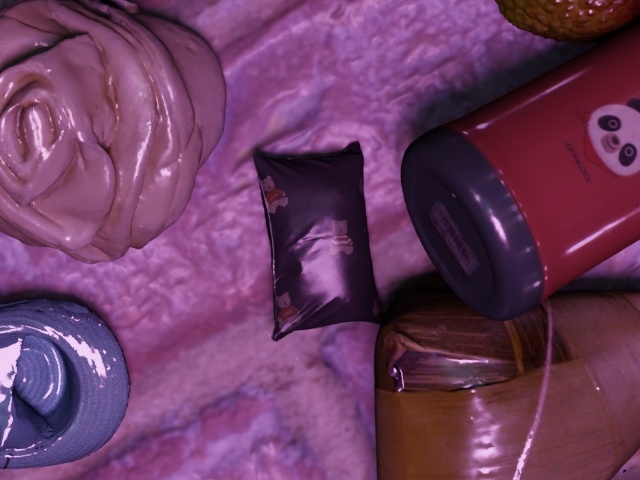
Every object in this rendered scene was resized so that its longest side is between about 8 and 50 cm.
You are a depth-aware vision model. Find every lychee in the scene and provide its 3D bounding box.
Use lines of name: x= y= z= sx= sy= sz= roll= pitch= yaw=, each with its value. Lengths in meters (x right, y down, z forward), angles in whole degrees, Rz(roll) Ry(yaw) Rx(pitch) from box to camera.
lychee: x=0.198 y=-0.200 z=1.099 sx=0.146 sy=0.114 sz=0.114 roll=-10 pitch=93 yaw=27

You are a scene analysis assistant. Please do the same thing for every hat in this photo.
hat: x=-0.250 y=0.114 z=1.174 sx=0.190 sy=0.078 sz=0.138 roll=-5 pitch=102 yaw=-14

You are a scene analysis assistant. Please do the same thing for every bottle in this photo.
bottle: x=0.231 y=-0.078 z=1.056 sx=0.336 sy=0.144 sz=0.144 roll=-28 pitch=91 yaw=-15

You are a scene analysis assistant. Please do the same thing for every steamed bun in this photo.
steamed bun: x=-0.193 y=-0.092 z=1.119 sx=0.218 sy=0.144 sz=0.211 roll=23 pitch=94 yaw=2

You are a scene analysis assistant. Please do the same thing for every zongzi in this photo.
zongzi: x=0.200 y=0.176 z=1.110 sx=0.317 sy=0.154 sz=0.289 roll=-3 pitch=100 yaw=0

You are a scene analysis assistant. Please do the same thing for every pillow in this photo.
pillow: x=0.000 y=0.000 z=1.158 sx=0.090 sy=0.048 sz=0.150 roll=-6 pitch=91 yaw=7
